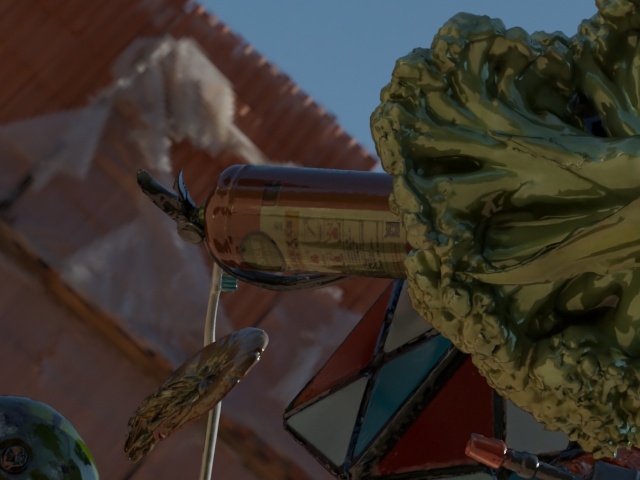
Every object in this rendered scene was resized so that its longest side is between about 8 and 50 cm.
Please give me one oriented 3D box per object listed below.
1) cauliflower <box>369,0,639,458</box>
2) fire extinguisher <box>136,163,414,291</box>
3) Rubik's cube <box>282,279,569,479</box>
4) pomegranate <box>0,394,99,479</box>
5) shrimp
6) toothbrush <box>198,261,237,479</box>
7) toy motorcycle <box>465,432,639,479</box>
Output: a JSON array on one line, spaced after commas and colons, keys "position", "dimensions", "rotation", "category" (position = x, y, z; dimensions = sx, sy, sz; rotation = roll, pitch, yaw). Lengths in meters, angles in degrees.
[{"position": [0.195, -0.029, 0.882], "dimensions": [0.327, 0.260, 0.281], "rotation": [24, -40, -27], "category": "cauliflower"}, {"position": [-0.004, 0.005, 1.610], "dimensions": [0.376, 0.113, 0.200], "rotation": [5, -54, 20], "category": "fire extinguisher"}, {"position": [0.142, 0.204, 1.608], "dimensions": [0.248, 0.250, 0.246], "rotation": [43, -7, -20], "category": "Rubik's cube"}, {"position": [-0.337, 0.273, 1.620], "dimensions": [0.202, 0.202, 0.248], "rotation": [40, -34, 9], "category": "pomegranate"}, {"position": [-0.151, 0.188, 1.770], "dimensions": [0.053, 0.236, 0.133], "rotation": [46, 11, -27], "category": "shrimp"}, {"position": [-0.164, 0.214, 2.247], "dimensions": [0.040, 0.418, 0.042], "rotation": [5, 16, -13], "category": "toothbrush"}, {"position": [0.209, 0.127, 1.138], "dimensions": [0.221, 0.326, 0.148], "rotation": [20, -41, -2], "category": "toy motorcycle"}]
